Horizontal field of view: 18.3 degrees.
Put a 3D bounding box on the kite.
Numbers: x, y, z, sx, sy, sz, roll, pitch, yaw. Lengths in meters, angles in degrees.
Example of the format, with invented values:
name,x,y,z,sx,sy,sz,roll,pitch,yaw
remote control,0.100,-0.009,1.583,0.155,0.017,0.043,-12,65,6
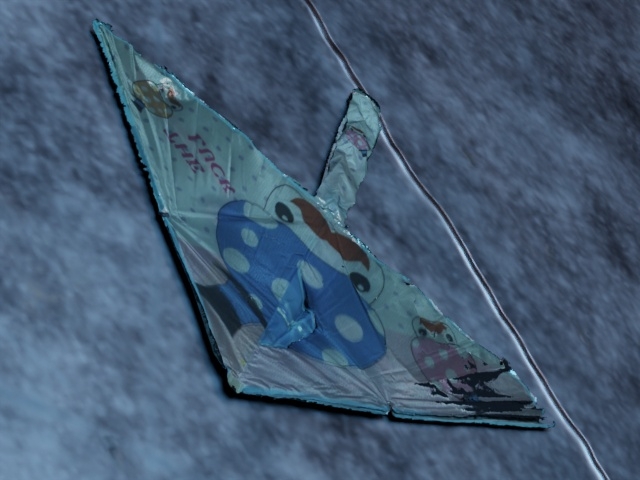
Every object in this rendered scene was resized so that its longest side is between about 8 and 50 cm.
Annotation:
name,x,y,z,sx,sy,sz,roll,pitch,yaw
kite,0.000,0.000,1.063,0.335,0.011,0.314,41,31,-9
